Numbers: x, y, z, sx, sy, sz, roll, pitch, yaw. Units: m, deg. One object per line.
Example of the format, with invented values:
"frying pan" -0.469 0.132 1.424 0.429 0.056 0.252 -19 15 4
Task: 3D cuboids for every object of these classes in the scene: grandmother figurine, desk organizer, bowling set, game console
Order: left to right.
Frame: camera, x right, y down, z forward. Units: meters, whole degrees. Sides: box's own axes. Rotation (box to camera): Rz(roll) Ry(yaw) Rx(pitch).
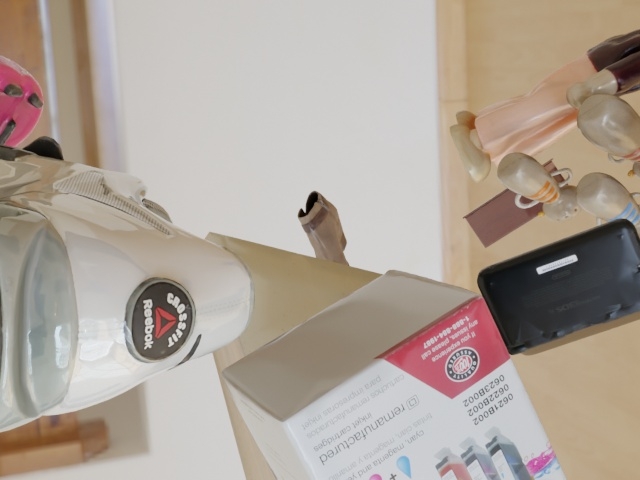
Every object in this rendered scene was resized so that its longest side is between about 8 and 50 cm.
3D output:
"desk organizer" 0.251 -0.046 1.320 0.130 0.047 0.050 -36 87 36
"game console" 0.195 0.040 0.796 0.107 0.122 0.071 64 -162 -14
"grandmother figurine" 0.319 -0.184 1.170 0.104 0.342 0.208 55 -156 -20
"bowling set" 0.339 -0.057 1.051 0.287 0.154 0.200 -36 45 29

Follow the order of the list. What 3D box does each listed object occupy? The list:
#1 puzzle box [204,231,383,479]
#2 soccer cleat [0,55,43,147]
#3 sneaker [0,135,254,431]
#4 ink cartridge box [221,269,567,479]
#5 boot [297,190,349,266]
"puzzle box" 0.041 0.169 0.960 0.052 0.272 0.409 -55 36 29
"soccer cleat" -0.341 -0.114 0.739 0.143 0.331 0.116 44 115 14
"sneaker" -0.158 0.010 0.528 0.330 0.146 0.122 21 110 49
"ink cartridge box" 0.049 0.128 0.589 0.176 0.128 0.127 63 164 -14
"boot" 0.000 0.000 1.256 0.087 0.042 0.118 56 -153 -33
